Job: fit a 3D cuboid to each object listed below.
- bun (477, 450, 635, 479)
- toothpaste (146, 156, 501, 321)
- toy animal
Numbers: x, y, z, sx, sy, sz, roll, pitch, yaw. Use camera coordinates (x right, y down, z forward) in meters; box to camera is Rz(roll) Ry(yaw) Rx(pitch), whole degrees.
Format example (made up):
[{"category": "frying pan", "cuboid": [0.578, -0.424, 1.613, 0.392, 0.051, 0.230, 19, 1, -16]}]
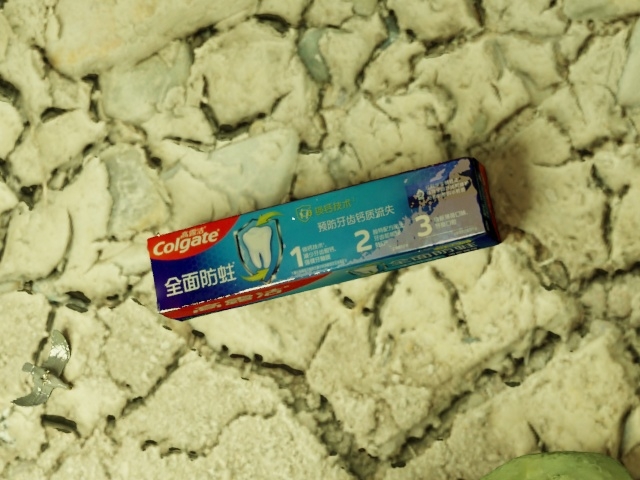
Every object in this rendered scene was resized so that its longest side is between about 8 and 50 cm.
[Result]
[{"category": "bun", "cuboid": [0.199, 0.278, 1.637, 0.221, 0.108, 0.221, -3, 81, 16]}, {"category": "toothpaste", "cuboid": [0.000, 0.001, 1.771, 0.320, 0.066, 0.076, -14, 77, 16]}, {"category": "toy animal", "cuboid": [-0.259, 0.131, 1.848, 0.050, 0.028, 0.084, 33, 92, 28]}]
